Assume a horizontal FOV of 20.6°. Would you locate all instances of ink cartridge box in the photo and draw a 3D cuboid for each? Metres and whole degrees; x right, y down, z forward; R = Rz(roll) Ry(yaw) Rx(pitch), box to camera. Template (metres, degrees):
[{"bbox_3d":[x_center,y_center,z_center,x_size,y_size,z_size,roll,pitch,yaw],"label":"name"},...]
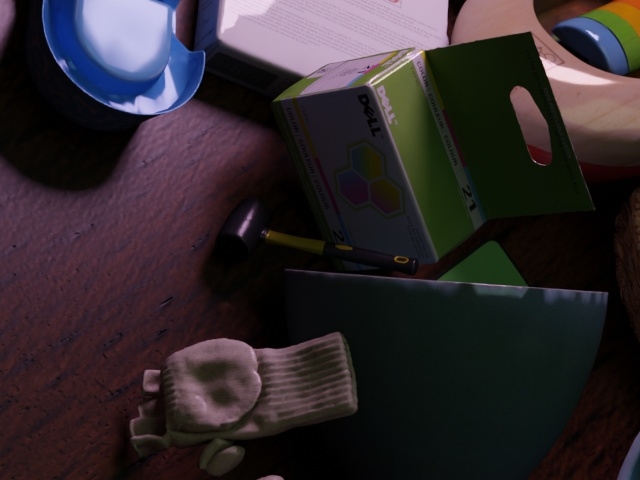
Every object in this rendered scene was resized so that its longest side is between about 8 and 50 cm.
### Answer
[{"bbox_3d":[0.101,-0.080,1.641,0.097,0.255,0.188,-36,111,-41],"label":"ink cartridge box"},{"bbox_3d":[0.008,-0.242,1.817,0.275,0.060,0.238,20,56,-26],"label":"ink cartridge box"}]

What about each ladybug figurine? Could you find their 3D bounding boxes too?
[{"bbox_3d":[0.314,-0.186,1.909,0.449,0.162,0.305,-23,56,-32],"label":"ladybug figurine"}]

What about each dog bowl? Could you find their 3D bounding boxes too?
[{"bbox_3d":[-0.195,-0.234,1.657,0.166,0.074,0.297,17,59,-28],"label":"dog bowl"}]

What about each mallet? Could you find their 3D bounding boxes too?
[{"bbox_3d":[0.000,0.000,1.640,0.190,0.039,0.062,7,41,9],"label":"mallet"}]

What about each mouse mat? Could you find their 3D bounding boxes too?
[{"bbox_3d":[0.167,0.094,1.797,0.190,0.007,0.152,-34,89,-43],"label":"mouse mat"}]

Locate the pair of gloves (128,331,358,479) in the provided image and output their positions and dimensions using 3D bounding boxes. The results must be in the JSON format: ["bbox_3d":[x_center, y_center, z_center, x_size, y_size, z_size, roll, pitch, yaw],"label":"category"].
[{"bbox_3d":[-0.071,0.192,1.450,0.042,0.204,0.240,44,43,-59],"label":"pair of gloves"}]

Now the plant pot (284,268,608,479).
[{"bbox_3d":[0.106,0.132,1.581,0.290,0.290,0.195,4,89,-34],"label":"plant pot"}]

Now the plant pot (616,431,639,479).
[{"bbox_3d":[0.518,0.315,1.737,0.334,0.341,0.341,28,52,-39],"label":"plant pot"}]

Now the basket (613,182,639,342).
[{"bbox_3d":[0.439,0.073,1.949,0.214,0.223,0.299,-19,78,-7],"label":"basket"}]
